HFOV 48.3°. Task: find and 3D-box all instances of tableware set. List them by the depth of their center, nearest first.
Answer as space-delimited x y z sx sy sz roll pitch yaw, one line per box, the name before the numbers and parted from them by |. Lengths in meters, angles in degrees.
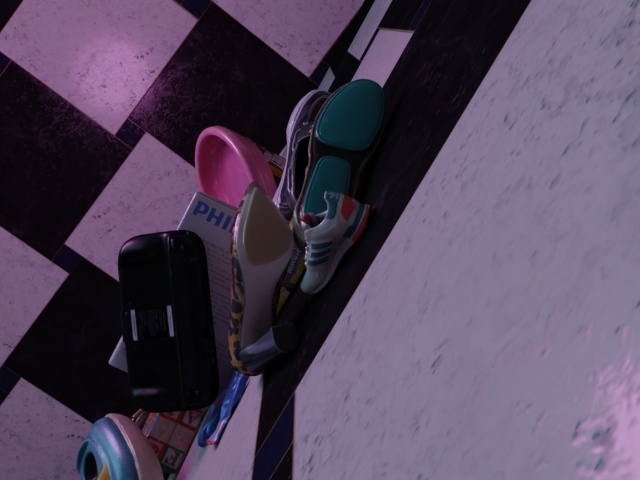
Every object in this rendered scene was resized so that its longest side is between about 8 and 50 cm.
tableware set | -0.410 0.424 1.748 0.194 0.039 0.128 -40 -43 -57

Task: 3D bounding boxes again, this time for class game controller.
game controller | -0.273 0.143 1.265 0.067 0.166 0.319 5 -102 -70

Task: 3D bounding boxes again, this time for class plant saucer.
plant saucer | -0.204 -0.129 1.790 0.084 0.332 0.332 -21 -14 -29

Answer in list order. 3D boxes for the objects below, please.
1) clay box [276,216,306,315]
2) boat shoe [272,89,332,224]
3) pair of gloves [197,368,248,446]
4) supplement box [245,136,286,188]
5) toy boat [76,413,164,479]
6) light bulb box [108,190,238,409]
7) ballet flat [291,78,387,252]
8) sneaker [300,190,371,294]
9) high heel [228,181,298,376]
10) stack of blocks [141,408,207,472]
clay box | -0.059 0.038 1.232 0.222 0.053 0.127 -59 9 17
boat shoe | -0.006 -0.178 1.447 0.119 0.121 0.335 -34 39 55
pair of gloves | -0.168 0.279 1.233 0.159 0.023 0.198 -66 10 -21
supplement box | -0.176 -0.147 1.984 0.194 0.191 0.129 -58 9 19
toy boat | -0.395 0.498 1.306 0.267 0.148 0.318 37 115 48
light bulb box | -0.234 0.102 1.480 0.361 0.225 0.358 -63 10 -1
ballet flat | 0.021 -0.112 1.091 0.106 0.107 0.316 107 -175 -58
sneaker | 0.000 0.000 0.939 0.161 0.075 0.057 -56 11 34
high heel | -0.107 0.062 1.046 0.186 0.093 0.261 -40 55 56
stack of blocks | -0.332 0.410 1.557 0.171 0.087 0.297 -66 10 -25
